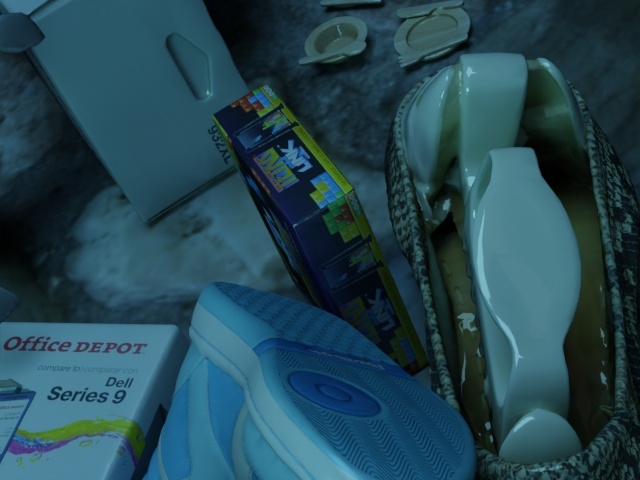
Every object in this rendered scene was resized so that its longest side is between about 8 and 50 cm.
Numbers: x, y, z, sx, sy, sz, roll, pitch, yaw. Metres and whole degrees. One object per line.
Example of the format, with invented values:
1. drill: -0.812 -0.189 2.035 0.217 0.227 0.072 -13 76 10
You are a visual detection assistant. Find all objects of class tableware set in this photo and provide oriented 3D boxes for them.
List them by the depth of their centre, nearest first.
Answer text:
1. tableware set: 0.057 -0.197 1.394 0.141 0.020 0.168 -10 45 19

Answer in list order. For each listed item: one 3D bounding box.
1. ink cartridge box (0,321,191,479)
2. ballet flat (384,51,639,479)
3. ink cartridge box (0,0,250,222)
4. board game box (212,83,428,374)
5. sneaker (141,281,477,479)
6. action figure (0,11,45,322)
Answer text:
1. ink cartridge box: -0.175 0.161 1.111 0.154 0.093 0.212 0 47 29
2. ballet flat: 0.124 -0.005 1.050 0.164 0.182 0.482 -10 44 5
3. ink cartridge box: -0.190 -0.192 1.366 0.129 0.223 0.307 -34 42 -6
4. board game box: 0.000 0.000 1.118 0.048 0.170 0.141 -30 41 -5
5. sneaker: -0.022 0.160 0.947 0.319 0.127 0.208 -136 64 -71
6. action figure: -0.314 -0.104 1.222 0.179 0.341 0.330 -12 10 -32
